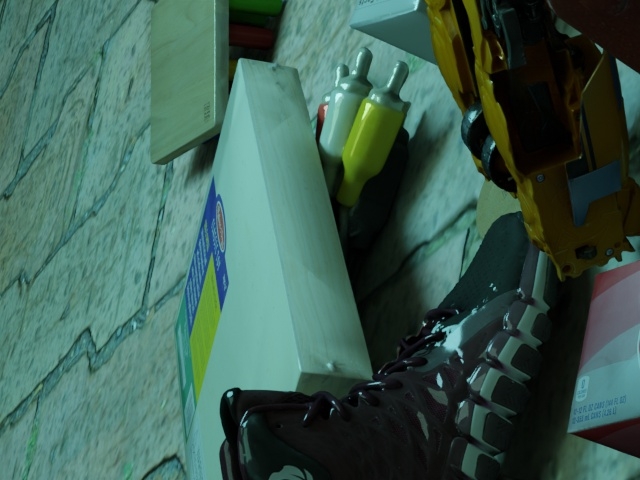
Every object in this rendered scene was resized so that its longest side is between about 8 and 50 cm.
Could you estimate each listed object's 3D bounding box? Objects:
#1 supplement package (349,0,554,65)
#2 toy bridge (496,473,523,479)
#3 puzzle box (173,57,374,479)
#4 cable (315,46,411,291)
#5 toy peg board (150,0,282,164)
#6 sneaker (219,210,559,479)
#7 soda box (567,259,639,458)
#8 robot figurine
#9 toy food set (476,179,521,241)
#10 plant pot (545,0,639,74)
[{"bbox_3d":[0.110,-0.215,1.353,0.105,0.105,0.179,-3,68,64],"label":"supplement package"},{"bbox_3d":[0.089,0.228,1.106,0.188,0.026,0.063,-68,22,0],"label":"toy bridge"},{"bbox_3d":[-0.046,0.079,1.431,0.409,0.052,0.272,-102,23,-55],"label":"puzzle box"},{"bbox_3d":[0.000,0.000,1.459,0.139,0.072,0.287,7,77,67],"label":"cable"},{"bbox_3d":[-0.097,-0.164,1.862,0.161,0.079,0.160,157,115,-62],"label":"toy peg board"},{"bbox_3d":[0.031,0.087,1.143,0.106,0.163,0.281,121,171,-69],"label":"sneaker"},{"bbox_3d":[0.222,0.043,0.884,0.263,0.083,0.092,-27,46,60],"label":"soda box"},{"bbox_3d":[0.107,-0.136,1.088,0.211,0.085,0.291,-119,11,-58],"label":"robot figurine"},{"bbox_3d":[0.128,-0.030,1.256,0.082,0.020,0.083,-64,22,12],"label":"toy food set"},{"bbox_3d":[0.215,-0.176,0.777,0.267,0.267,0.235,-36,32,40],"label":"plant pot"}]
